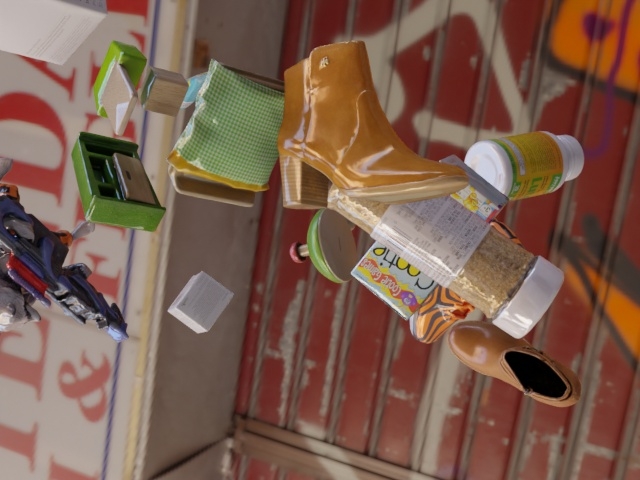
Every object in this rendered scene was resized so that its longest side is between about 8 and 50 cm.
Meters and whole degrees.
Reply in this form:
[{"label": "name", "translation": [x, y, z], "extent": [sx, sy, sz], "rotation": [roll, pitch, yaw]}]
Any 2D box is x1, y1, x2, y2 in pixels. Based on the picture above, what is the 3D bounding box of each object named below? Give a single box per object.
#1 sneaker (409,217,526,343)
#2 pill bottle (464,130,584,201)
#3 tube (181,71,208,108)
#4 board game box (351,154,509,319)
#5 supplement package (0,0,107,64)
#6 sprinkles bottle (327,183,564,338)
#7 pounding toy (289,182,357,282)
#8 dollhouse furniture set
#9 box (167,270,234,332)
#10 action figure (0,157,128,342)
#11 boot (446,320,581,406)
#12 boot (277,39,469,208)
[{"label": "sneaker", "translation": [0.315, 0.118, 1.966], "extent": [0.124, 0.180, 0.321], "rotation": [6, -59, -41]}, {"label": "pill bottle", "translation": [0.440, -0.160, 2.016], "extent": [0.245, 0.136, 0.136], "rotation": [-12, -63, -31]}, {"label": "tube", "translation": [-0.262, -0.326, 1.991], "extent": [0.080, 0.207, 0.052], "rotation": [-32, -81, -27]}, {"label": "board game box", "translation": [0.209, -0.008, 1.786], "extent": [0.275, 0.142, 0.144], "rotation": [-52, -9, 20]}, {"label": "supplement package", "translation": [-0.524, -0.433, 1.544], "extent": [0.293, 0.175, 0.177], "rotation": [8, -116, -40]}, {"label": "sprinkles bottle", "translation": [0.180, -0.003, 1.391], "extent": [0.121, 0.355, 0.121], "rotation": [-54, -5, -7]}, {"label": "pounding toy", "translation": [0.000, 0.000, 2.263], "extent": [0.183, 0.110, 0.237], "rotation": [50, -144, -40]}, {"label": "dollhouse furniture set", "translation": [-0.155, -0.123, 1.270], "extent": [0.301, 0.151, 0.197], "rotation": [10, -57, -34]}, {"label": "box", "translation": [-0.253, 0.132, 1.992], "extent": [0.102, 0.087, 0.101], "rotation": [-54, 10, -18]}, {"label": "action figure", "translation": [-0.473, 0.051, 1.566], "extent": [0.341, 0.178, 0.330], "rotation": [54, -162, -27]}, {"label": "boot", "translation": [0.348, 0.227, 1.756], "extent": [0.109, 0.283, 0.220], "rotation": [-59, -21, 3]}, {"label": "boot", "translation": [0.056, -0.153, 1.202], "extent": [0.104, 0.295, 0.211], "rotation": [6, -96, -50]}]
